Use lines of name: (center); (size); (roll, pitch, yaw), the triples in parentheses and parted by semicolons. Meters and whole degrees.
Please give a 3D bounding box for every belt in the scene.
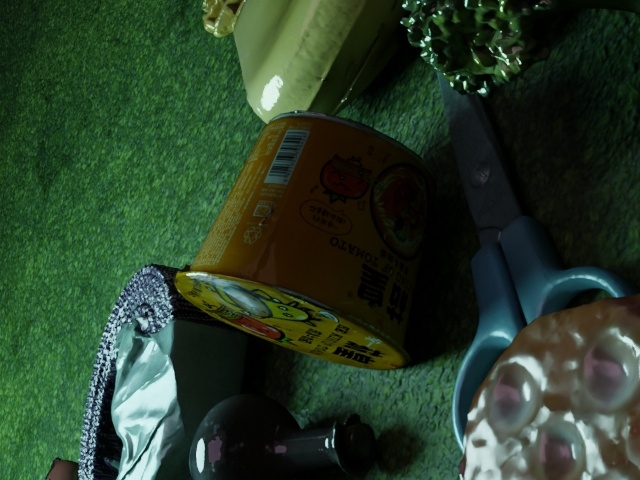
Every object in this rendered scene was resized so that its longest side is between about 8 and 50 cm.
belt: (-0.179, 0.186, 1.288); (0.260, 0.122, 0.325); (-23, 56, 57)

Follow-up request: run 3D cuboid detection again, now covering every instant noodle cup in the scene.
instant noodle cup: (0.000, 0.000, 1.035); (0.215, 0.215, 0.172); (-6, 60, 57)

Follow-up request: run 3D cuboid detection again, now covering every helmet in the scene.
helmet: (-0.318, 0.310, 1.509); (0.084, 0.049, 0.065); (-89, -10, -73)

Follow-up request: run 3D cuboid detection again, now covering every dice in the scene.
dice: (0.196, 0.140, 0.673); (0.179, 0.174, 0.175); (-31, 50, 53)

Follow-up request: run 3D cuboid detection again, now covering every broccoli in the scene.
broccoli: (0.168, -0.240, 0.854); (0.260, 0.235, 0.288); (28, 94, 58)

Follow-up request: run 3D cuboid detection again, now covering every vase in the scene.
vase: (-0.033, 0.192, 1.070); (0.182, 0.120, 0.120); (-17, 59, 38)

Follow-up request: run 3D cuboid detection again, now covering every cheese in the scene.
cheese: (0.023, -0.273, 1.208); (0.316, 0.128, 0.260); (-49, 34, 26)

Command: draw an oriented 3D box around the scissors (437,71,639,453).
scissors: (0.145, -0.023, 0.972); (0.192, 0.029, 0.447); (-45, 40, 35)

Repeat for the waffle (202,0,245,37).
waffle: (-0.071, -0.372, 1.481); (0.249, 0.056, 0.253); (7, 78, 58)
